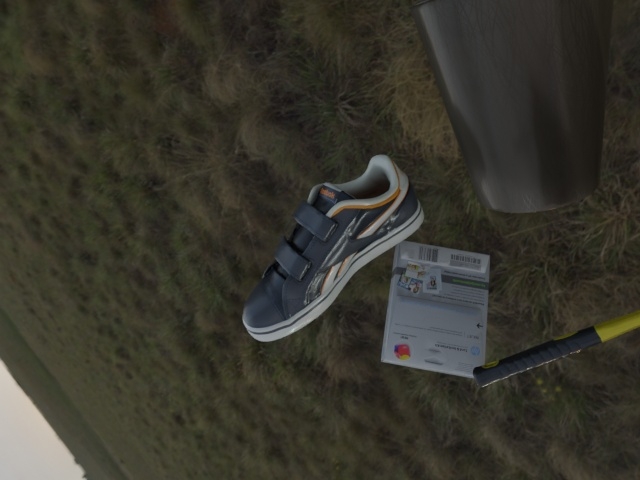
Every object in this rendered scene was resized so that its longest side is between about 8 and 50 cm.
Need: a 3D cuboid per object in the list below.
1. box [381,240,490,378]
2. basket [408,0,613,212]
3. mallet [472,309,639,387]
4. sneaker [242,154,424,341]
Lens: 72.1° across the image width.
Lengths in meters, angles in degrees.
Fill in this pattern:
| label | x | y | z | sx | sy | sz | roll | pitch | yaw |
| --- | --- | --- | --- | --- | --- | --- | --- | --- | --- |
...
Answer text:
| label | x | y | z | sx | sy | sz | roll | pitch | yaw |
| --- | --- | --- | --- | --- | --- | --- | --- | --- | --- |
| box | 0.176 | 0.102 | 0.669 | 0.145 | 0.187 | 0.038 | 9 | 160 | 3 |
| basket | 0.214 | -0.158 | 0.462 | 0.154 | 0.204 | 0.227 | 43 | 155 | 65 |
| mallet | 0.191 | 0.061 | 0.287 | 0.189 | 0.062 | 0.039 | -30 | 85 | 16 |
| sneaker | 0.000 | 0.000 | 0.636 | 0.126 | 0.321 | 0.128 | 34 | 160 | 53 |
